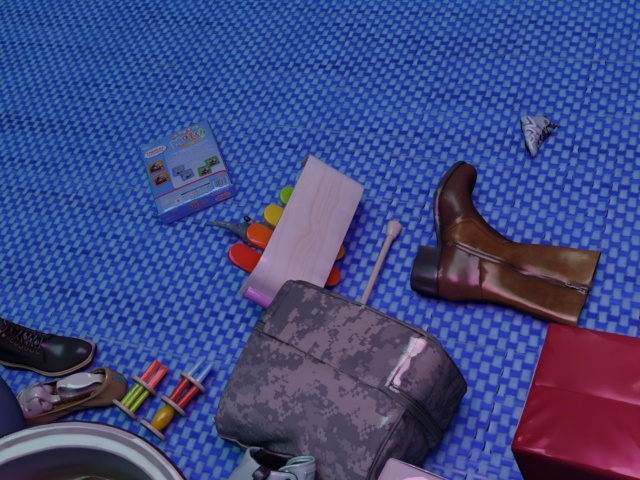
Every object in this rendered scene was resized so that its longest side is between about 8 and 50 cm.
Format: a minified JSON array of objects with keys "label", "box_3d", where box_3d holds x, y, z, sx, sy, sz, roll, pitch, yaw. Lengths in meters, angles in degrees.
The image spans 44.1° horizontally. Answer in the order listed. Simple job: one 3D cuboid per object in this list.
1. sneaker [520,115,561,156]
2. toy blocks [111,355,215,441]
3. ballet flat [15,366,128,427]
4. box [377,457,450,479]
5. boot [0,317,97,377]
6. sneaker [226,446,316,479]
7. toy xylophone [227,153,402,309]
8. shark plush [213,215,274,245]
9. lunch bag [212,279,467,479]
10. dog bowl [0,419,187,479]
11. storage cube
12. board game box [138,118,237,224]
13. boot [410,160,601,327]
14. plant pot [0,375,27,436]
[{"label":"sneaker","box_3d":[0.409,-0.198,1.458,0.069,0.038,0.098,-8,53,11]},{"label":"toy blocks","box_3d":[-0.255,0.241,1.310,0.123,0.054,0.148,26,65,30]},{"label":"ballet flat","box_3d":[-0.445,0.258,1.340,0.232,0.073,0.080,-17,53,4]},{"label":"box","box_3d":[0.125,0.372,0.959,0.094,0.275,0.113,16,60,27]},{"label":"boot","box_3d":[-0.507,0.177,1.378,0.198,0.137,0.076,-5,53,12]},{"label":"sneaker","box_3d":[-0.012,0.365,1.006,0.256,0.094,0.151,27,103,7]},{"label":"toy xylophone","box_3d":[0.000,0.000,1.370,0.236,0.081,0.322,37,57,-6]},{"label":"shark plush","box_3d":[-0.120,-0.028,1.465,0.161,0.067,0.073,21,62,28]},{"label":"lunch bag","box_3d":[0.018,0.231,1.138,0.305,0.212,0.256,22,69,32]},{"label":"dog bowl","box_3d":[-0.347,0.460,1.055,0.408,0.150,0.407,2,56,-3]},{"label":"storage cube","box_3d":[0.366,0.240,0.979,0.193,0.215,0.183,9,57,30]},{"label":"board game box","box_3d":[-0.273,-0.144,1.615,0.160,0.039,0.211,-23,52,-2]},{"label":"boot","box_3d":[0.315,-0.003,1.304,0.281,0.096,0.264,10,57,22]},{"label":"plant pot","box_3d":[-0.575,0.328,1.234,0.290,0.195,0.290,-13,54,19]}]
